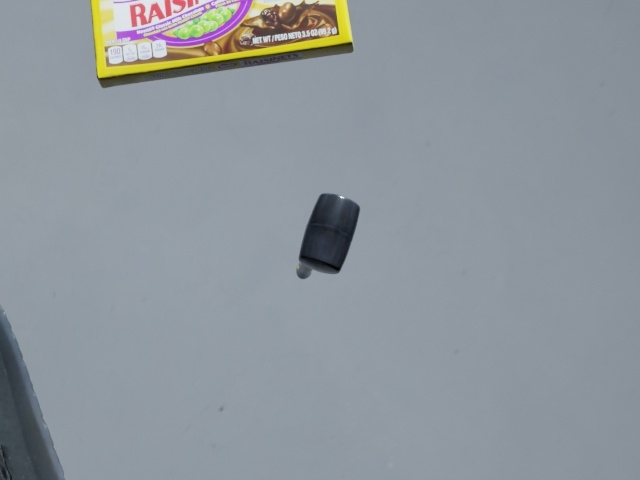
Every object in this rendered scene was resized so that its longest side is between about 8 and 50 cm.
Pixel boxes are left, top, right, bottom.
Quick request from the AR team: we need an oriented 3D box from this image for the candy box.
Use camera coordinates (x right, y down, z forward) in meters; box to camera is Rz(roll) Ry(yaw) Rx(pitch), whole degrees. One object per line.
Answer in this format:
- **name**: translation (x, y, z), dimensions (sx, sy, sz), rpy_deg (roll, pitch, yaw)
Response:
- **candy box**: translation (-0.082, -0.188, 1.119), dimensions (0.205, 0.027, 0.105), rpy_deg (-8, 74, 1)

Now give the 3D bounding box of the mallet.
- **mallet**: translation (0.000, 0.000, 1.196), dimensions (0.039, 0.189, 0.062), rpy_deg (19, 84, -4)

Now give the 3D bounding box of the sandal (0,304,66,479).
- **sandal**: translation (-0.291, 0.102, 1.081), dimensions (0.107, 0.167, 0.446), rpy_deg (-20, 78, -19)
